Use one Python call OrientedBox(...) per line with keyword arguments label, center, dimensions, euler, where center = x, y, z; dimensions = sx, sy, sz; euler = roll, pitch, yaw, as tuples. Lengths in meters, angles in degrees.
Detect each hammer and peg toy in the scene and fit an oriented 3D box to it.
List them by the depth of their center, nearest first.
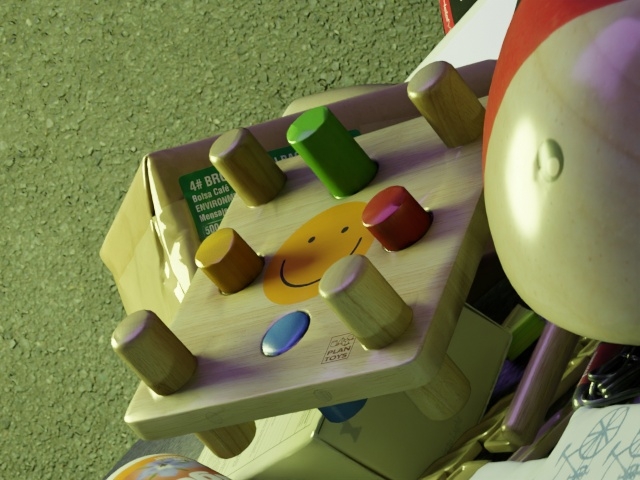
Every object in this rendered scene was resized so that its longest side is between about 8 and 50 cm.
OrientedBox(label="hammer and peg toy", center=(0.044, 0.008, 1.190), dimensions=(0.361, 0.127, 0.266), euler=(-14, 37, 38))

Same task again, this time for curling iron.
OrientedBox(label="curling iron", center=(0.211, 0.031, 1.078), dimensions=(0.068, 0.035, 0.274), euler=(-2, 27, 27))

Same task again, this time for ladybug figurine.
OrientedBox(label="ladybug figurine", center=(0.227, -0.120, 0.989), dimensions=(0.305, 0.162, 0.449), euler=(-14, 26, 30))

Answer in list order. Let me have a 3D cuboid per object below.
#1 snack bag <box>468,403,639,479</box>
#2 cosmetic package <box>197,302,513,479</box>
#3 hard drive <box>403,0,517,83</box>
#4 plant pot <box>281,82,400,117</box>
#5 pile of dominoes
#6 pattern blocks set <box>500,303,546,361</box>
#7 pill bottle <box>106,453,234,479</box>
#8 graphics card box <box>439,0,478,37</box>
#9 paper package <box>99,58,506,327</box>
OrientedBox(label="snack bag", center=(0.042, 0.201, 0.846), dimensions=(0.323, 0.037, 0.342), euler=(-48, 5, -16))
OrientedBox(label="cosmetic package", center=(0.007, 0.150, 1.414), dimensions=(0.309, 0.113, 0.160), euler=(-38, 23, 60))
OrientedBox(label="hard drive", center=(0.246, -0.195, 1.759), dimensions=(0.353, 0.047, 0.233), euler=(-48, 48, -2))
OrientedBox(label="plant pot", center=(0.033, -0.054, 1.960), dimensions=(0.284, 0.191, 0.284), euler=(24, -90, -85))
OrientedBox(label="pile of dominoes", center=(0.136, 0.130, 1.166), dimensions=(0.251, 0.040, 0.196), euler=(-41, 2, -15))
OrientedBox(label="pattern blocks set", center=(0.228, -0.022, 1.389), dimensions=(0.285, 0.026, 0.325), euler=(-48, 3, -6))
OrientedBox(label="pill bottle", center=(-0.071, 0.230, 1.277), dimensions=(0.121, 0.121, 0.216), euler=(-50, 29, -15))
OrientedBox(label="graphics card box", center=(0.299, -0.315, 2.060), dimensions=(0.233, 0.094, 0.371), euler=(-7, -7, -16))
OrientedBox(label="paper package", center=(0.000, 0.000, 1.576), dimensions=(0.325, 0.168, 0.309), euler=(-17, -12, -18))
